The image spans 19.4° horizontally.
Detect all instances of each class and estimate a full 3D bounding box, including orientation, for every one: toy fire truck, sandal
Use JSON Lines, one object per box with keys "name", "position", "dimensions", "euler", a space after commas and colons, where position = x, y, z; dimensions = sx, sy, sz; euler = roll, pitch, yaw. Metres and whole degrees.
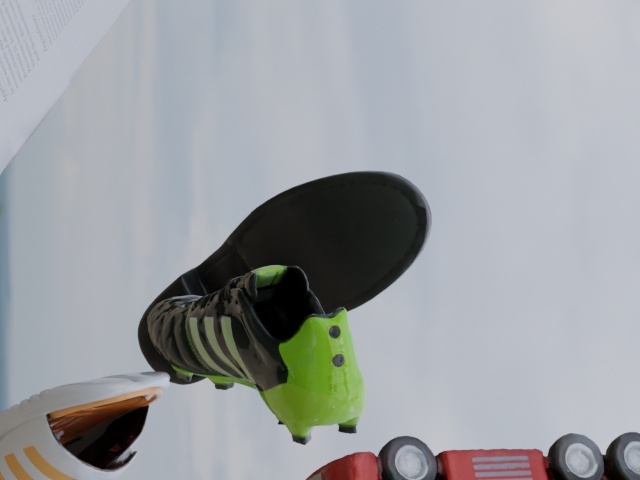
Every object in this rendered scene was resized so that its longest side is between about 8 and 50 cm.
{"name": "toy fire truck", "position": [0.091, 0.134, 0.620], "dimensions": [0.047, 0.192, 0.135], "euler": [133, -47, -56]}
{"name": "sandal", "position": [-0.187, 0.153, 1.234], "dimensions": [0.265, 0.102, 0.076], "euler": [-28, -105, 39]}

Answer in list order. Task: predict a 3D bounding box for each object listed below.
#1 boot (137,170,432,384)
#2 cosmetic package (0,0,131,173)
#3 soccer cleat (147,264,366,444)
{"name": "boot", "position": [0.000, 0.000, 1.350], "dimensions": [0.091, 0.263, 0.229], "euler": [60, 30, -2]}
{"name": "cosmetic package", "position": [-0.239, -0.208, 0.944], "dimensions": [0.284, 0.097, 0.377], "euler": [-64, 146, -45]}
{"name": "soccer cleat", "position": [-0.032, 0.043, 0.926], "dimensions": [0.179, 0.060, 0.072], "euler": [21, -62, 56]}
